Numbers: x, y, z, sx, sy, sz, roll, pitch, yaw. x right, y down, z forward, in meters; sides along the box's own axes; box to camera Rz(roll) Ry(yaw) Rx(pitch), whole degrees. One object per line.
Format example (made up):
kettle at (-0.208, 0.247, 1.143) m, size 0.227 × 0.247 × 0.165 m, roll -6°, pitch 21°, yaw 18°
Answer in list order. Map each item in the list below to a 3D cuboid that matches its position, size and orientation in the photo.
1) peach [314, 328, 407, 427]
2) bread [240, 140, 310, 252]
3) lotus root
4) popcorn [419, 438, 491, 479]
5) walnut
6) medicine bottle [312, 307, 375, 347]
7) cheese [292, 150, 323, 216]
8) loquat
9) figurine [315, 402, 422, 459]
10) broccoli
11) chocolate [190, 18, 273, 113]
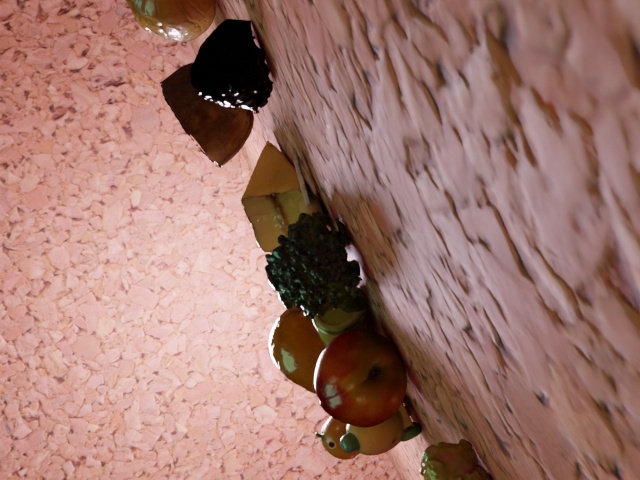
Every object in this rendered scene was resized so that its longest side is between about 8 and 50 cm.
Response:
peach at (0.073, 0.271, 1.381) m, size 0.190 × 0.190 × 0.192 m, roll 63°, pitch 155°, yaw 14°
bread at (-0.060, -0.118, 1.633) m, size 0.264 × 0.163 × 0.167 m, roll -75°, pitch -29°, yaw -46°
lotus root at (-0.272, -0.345, 1.846) m, size 0.272 × 0.192 × 0.272 m, roll 55°, pitch 179°, yaw 1°
popcorn at (0.200, 0.353, 1.057) m, size 0.089 × 0.109 × 0.097 m, roll -75°, pitch 8°, yaw -50°
walnut at (-0.309, -0.506, 1.458) m, size 0.193 × 0.193 × 0.226 m, roll 64°, pitch 174°, yaw -4°
medicine bottle at (0.063, 0.210, 1.558) m, size 0.124 × 0.124 × 0.239 m, roll 60°, pitch 175°, yaw 39°
cheese at (-0.022, -0.067, 1.418) m, size 0.127 × 0.050 × 0.255 m, roll -100°, pitch -3°, yaw -54°
loquat at (-0.007, 0.276, 1.840) m, size 0.263 × 0.263 × 0.263 m, roll 63°, pitch 175°, yaw 11°
figurine at (0.104, 0.433, 1.652) m, size 0.124 × 0.222 × 0.324 m, roll 61°, pitch 174°, yaw 6°
broccoli at (0.001, 0.048, 1.348) m, size 0.198 × 0.177 × 0.275 m, roll 65°, pitch -169°, yaw 13°
chocolate at (-0.136, -0.291, 1.251) m, size 0.133 × 0.156 × 0.156 m, roll 29°, pitch -156°, yaw -47°
